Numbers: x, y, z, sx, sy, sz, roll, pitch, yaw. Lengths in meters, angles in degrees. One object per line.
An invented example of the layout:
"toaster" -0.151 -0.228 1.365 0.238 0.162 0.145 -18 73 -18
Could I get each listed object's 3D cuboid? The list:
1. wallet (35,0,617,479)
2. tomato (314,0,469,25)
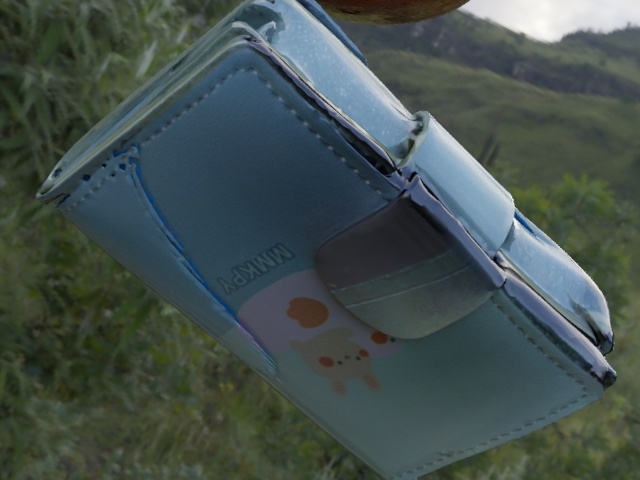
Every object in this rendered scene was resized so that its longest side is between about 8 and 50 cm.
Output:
"wallet" 0.007 0.012 0.505 0.250 0.176 0.075 43 38 -20
"tomato" 0.017 -0.251 0.659 0.180 0.259 0.260 -19 -22 23
